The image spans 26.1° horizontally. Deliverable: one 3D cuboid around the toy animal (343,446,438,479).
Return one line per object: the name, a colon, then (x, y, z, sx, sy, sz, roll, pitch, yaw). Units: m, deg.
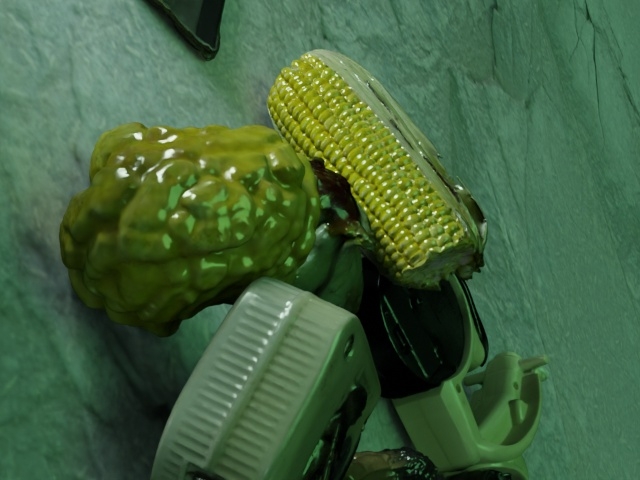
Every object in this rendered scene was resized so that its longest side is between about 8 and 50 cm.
toy animal: (0.022, 0.246, 1.380, 0.220, 0.086, 0.069, -11, 80, -43)

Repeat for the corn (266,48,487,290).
corn: (0.059, -0.075, 1.492, 0.123, 0.122, 0.305, -26, 69, -22)

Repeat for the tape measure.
tape measure: (-0.036, 0.180, 1.183, 0.231, 0.133, 0.271, -62, 165, -16)

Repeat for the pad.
pad: (-0.152, -0.322, 1.472, 0.174, 0.022, 0.233, 43, 37, -38)

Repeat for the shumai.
shumai: (0.004, 0.004, 1.415, 0.184, 0.142, 0.184, 34, 45, -41)

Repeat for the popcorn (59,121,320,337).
popcorn: (-0.121, -0.028, 1.183, 0.203, 0.226, 0.200, 50, -3, 29)

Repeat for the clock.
clock: (0.158, 0.153, 1.617, 0.379, 0.120, 0.276, 61, 36, -15)
